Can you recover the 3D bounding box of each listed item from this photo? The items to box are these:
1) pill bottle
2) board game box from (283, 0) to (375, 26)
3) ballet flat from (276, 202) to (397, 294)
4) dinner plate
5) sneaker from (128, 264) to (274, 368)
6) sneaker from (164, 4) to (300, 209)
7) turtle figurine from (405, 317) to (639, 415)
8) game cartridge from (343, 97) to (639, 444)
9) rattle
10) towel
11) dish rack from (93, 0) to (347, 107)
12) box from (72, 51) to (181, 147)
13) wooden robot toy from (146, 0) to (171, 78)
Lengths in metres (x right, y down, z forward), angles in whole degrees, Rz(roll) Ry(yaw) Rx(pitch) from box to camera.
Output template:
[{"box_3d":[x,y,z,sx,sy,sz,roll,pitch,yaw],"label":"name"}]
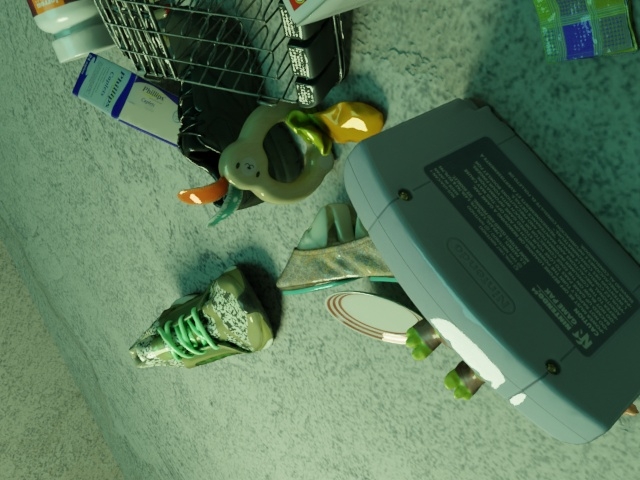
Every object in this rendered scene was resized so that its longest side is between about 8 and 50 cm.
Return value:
[{"box_3d":[-0.401,-0.399,1.119,0.121,0.121,0.221,4,117,52],"label":"pill bottle"},{"box_3d":[0.002,-0.294,0.412,0.053,0.193,0.305,-16,102,57],"label":"board game box"},{"box_3d":[0.051,0.001,0.858,0.316,0.108,0.106,-10,94,48],"label":"ballet flat"},{"box_3d":[0.074,0.094,0.906,0.141,0.017,0.141,18,155,9],"label":"dinner plate"},{"box_3d":[-0.221,0.169,1.254,0.158,0.182,0.410,60,147,1],"label":"sneaker"},{"box_3d":[-0.138,-0.170,0.936,0.286,0.130,0.109,62,149,0],"label":"sneaker"},{"box_3d":[0.176,0.096,0.745,0.270,0.087,0.217,34,155,-10],"label":"turtle figurine"},{"box_3d":[0.161,0.014,0.616,0.297,0.198,0.062,52,146,14],"label":"game cartridge"},{"box_3d":[-0.043,-0.080,0.811,0.143,0.200,0.130,27,135,40],"label":"rattle"},{"box_3d":[0.211,-0.174,0.576,0.083,0.009,0.060,8,122,50],"label":"towel"},{"box_3d":[-0.116,-0.244,0.767,0.272,0.074,0.208,14,147,18],"label":"dish rack"},{"box_3d":[-0.279,-0.211,1.085,0.137,0.126,0.072,30,95,38],"label":"box"},{"box_3d":[-0.248,-0.326,1.045,0.079,0.076,0.173,-107,0,-71],"label":"wooden robot toy"}]
